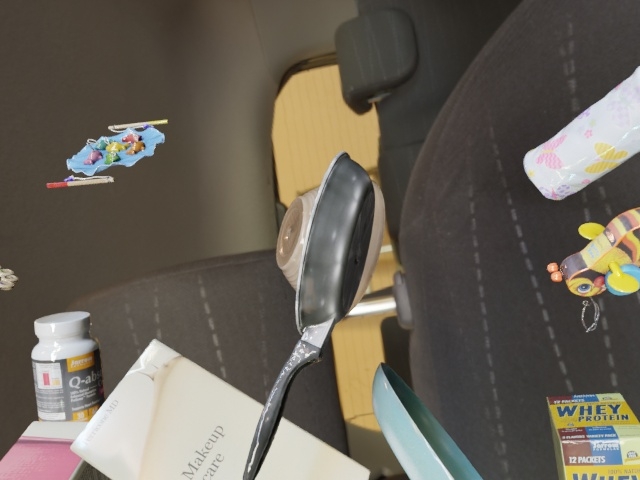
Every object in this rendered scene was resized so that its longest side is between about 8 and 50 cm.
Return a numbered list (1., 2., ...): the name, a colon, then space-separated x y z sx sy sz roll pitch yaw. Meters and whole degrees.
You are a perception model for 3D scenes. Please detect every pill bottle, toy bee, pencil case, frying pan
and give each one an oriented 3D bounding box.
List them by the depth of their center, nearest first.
1. frying pan: -0.001 0.052 0.542 0.197 0.053 0.326 89 -162 -46
2. pencil case: 0.493 -0.185 0.986 0.273 0.113 0.124 -45 31 46
3. toy bee: 0.551 0.058 1.106 0.195 0.162 0.299 -108 31 -71
4. pill bottle: -0.642 0.332 1.422 0.162 0.162 0.279 -43 -50 -80

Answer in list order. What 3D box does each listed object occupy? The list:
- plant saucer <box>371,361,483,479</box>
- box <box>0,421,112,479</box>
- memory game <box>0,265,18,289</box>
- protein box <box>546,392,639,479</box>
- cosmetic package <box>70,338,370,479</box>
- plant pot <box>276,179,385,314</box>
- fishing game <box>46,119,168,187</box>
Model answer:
1. plant saucer: 0.156 0.284 0.657 0.318 0.043 0.317 51 -177 -3
2. box: -0.402 0.392 0.799 0.232 0.126 0.149 -82 -8 -70
3. memory game: -0.801 0.086 1.285 0.186 0.186 0.012 -69 -7 -74
4. protein box: 0.502 0.408 1.002 0.200 0.135 0.201 -22 -77 -73
5. cosmetic package: -0.114 0.271 0.668 0.160 0.309 0.113 -57 -14 -27
6. plant pot: 0.000 0.000 0.895 0.237 0.109 0.238 -165 90 -69
7. fishing game: -0.387 -0.178 1.052 0.264 0.188 0.041 -70 -26 -53
